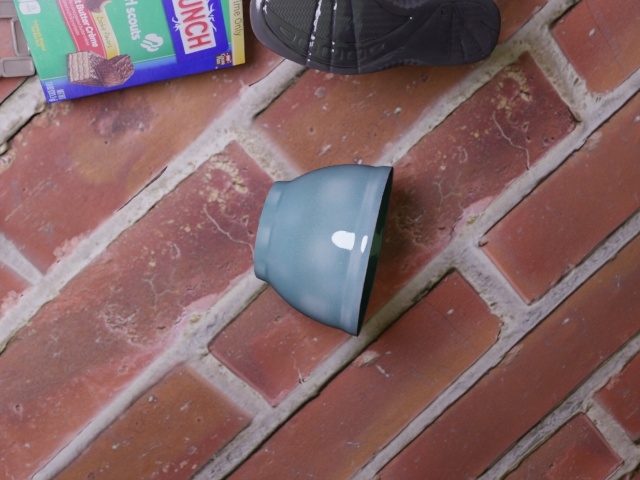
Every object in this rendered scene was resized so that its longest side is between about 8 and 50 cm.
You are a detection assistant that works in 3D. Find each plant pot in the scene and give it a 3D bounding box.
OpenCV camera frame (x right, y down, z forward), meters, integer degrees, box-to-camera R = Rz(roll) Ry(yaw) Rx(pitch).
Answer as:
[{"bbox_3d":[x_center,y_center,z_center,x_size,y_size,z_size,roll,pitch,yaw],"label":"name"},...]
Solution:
[{"bbox_3d":[0.000,0.000,1.472,0.196,0.293,0.293,12,107,7],"label":"plant pot"}]

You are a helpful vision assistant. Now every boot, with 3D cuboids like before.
[{"bbox_3d":[0.051,-0.349,1.333,0.377,0.284,0.138,-5,112,-17],"label":"boot"}]

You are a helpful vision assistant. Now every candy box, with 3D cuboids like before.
[{"bbox_3d":[-0.275,-0.357,1.256,0.317,0.122,0.268,-15,147,-12],"label":"candy box"}]

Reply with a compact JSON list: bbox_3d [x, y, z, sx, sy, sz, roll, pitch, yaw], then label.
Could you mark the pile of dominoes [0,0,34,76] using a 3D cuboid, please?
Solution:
[{"bbox_3d":[-0.540,-0.328,1.243,0.251,0.040,0.196,-19,111,-50],"label":"pile of dominoes"}]
